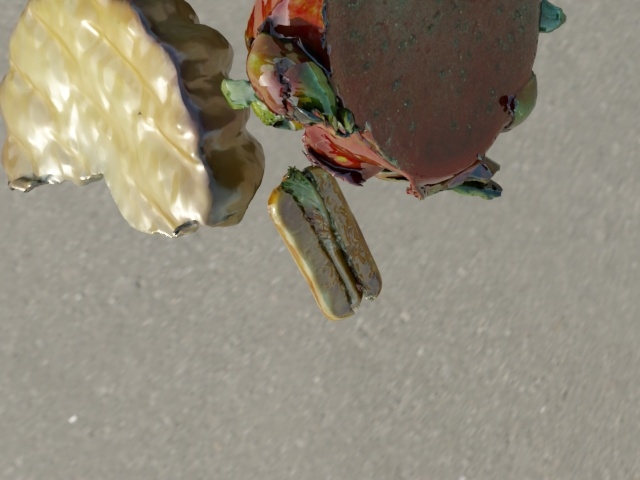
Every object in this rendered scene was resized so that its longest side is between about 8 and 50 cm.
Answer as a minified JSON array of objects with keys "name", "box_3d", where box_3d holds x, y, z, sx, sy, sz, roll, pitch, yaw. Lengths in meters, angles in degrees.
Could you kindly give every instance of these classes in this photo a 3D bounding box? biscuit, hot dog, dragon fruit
[{"name":"biscuit","box_3d":[-0.084,-0.067,0.757,0.183,0.061,0.118,22,115,48]},{"name":"hot dog","box_3d":[0.000,0.000,0.760,0.021,0.037,0.083,29,147,58]},{"name":"dragon fruit","box_3d":[0.019,-0.070,0.609,0.175,0.138,0.142,-17,102,62]}]
